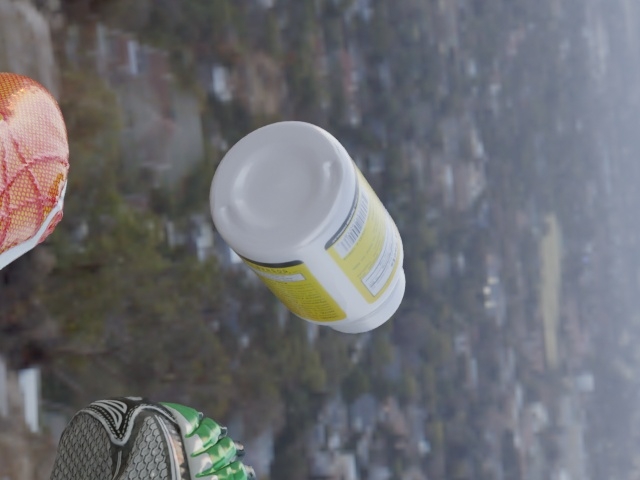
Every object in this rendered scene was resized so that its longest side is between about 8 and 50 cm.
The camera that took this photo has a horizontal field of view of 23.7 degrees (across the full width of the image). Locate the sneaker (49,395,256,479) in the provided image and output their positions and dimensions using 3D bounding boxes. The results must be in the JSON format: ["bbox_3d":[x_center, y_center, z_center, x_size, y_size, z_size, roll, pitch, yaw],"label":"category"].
[{"bbox_3d":[-0.113,0.174,0.623,0.343,0.146,0.134,-86,-159,-59],"label":"sneaker"}]

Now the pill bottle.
[{"bbox_3d":[0.000,0.000,0.685,0.116,0.065,0.065,53,35,-59],"label":"pill bottle"}]

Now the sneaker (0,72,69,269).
[{"bbox_3d":[-0.128,-0.021,0.527,0.175,0.064,0.067,-71,171,-58],"label":"sneaker"}]
